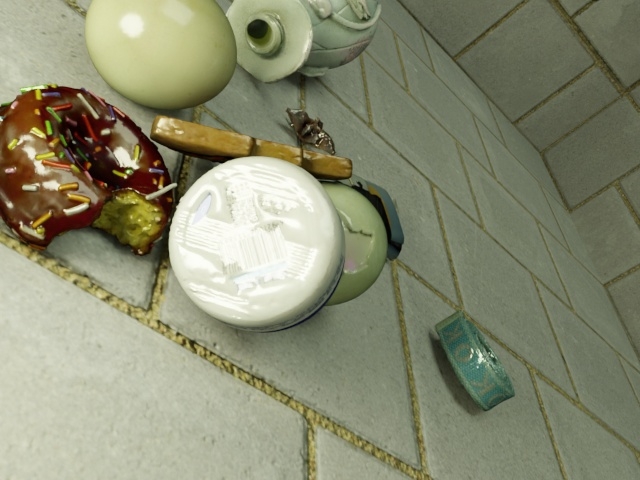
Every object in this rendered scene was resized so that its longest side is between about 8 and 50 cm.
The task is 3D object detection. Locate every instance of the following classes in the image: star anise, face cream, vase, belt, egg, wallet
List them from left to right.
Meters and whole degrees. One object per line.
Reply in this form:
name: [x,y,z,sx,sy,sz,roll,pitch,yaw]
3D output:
egg: [-0.220,-0.282,0.992,0.188,0.188,0.254,61,19,17]
face cream: [-0.074,0.005,0.828,0.206,0.206,0.111,60,0,14]
star anise: [-0.027,-0.228,1.378,0.129,0.056,0.124,32,21,-41]
vase: [-0.027,-0.474,1.495,0.250,0.250,0.445,51,32,-3]
egg: [0.000,0.000,0.990,0.217,0.183,0.183,39,25,-60]
wallet: [0.069,-0.070,1.333,0.231,0.069,0.170,26,42,-40]
belt: [0.289,0.234,1.292,0.147,0.082,0.163,46,18,-37]

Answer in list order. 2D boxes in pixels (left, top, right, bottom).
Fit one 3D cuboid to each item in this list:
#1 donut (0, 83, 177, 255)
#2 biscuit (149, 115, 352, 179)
donut: [-0.263,-0.085,0.781,0.230,0.096,0.216,18,43,-48]
biscuit: [-0.120,-0.122,0.937,0.278,0.043,0.301,15,6,35]
